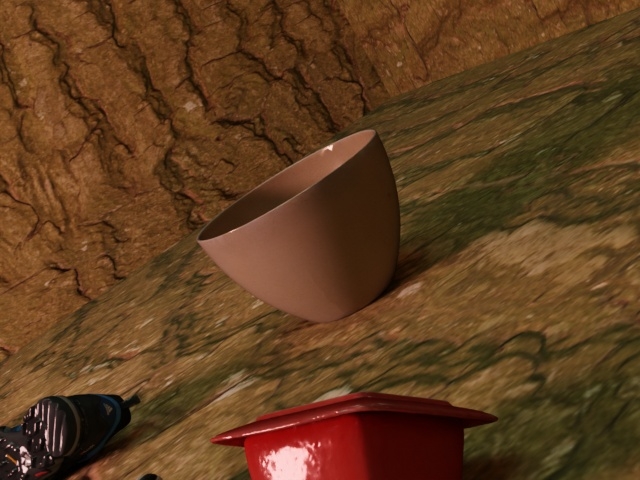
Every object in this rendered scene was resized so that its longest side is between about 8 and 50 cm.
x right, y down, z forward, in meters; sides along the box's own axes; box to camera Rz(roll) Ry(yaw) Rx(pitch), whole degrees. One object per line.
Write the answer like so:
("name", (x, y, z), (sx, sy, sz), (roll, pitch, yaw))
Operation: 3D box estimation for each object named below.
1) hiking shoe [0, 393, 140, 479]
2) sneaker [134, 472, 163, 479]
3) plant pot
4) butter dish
("hiking shoe", (-0.385, 0.299, 1.109), (0.304, 0.113, 0.132), (-29, -19, 38))
("sneaker", (-0.220, 0.309, 0.697), (0.132, 0.086, 0.228), (-32, 2, 18))
("plant pot", (0.000, 0.000, 1.078), (0.284, 0.191, 0.284), (-30, 14, 8))
("butter dish", (0.029, 0.175, 0.543), (0.160, 0.118, 0.160), (-21, -26, 37))
